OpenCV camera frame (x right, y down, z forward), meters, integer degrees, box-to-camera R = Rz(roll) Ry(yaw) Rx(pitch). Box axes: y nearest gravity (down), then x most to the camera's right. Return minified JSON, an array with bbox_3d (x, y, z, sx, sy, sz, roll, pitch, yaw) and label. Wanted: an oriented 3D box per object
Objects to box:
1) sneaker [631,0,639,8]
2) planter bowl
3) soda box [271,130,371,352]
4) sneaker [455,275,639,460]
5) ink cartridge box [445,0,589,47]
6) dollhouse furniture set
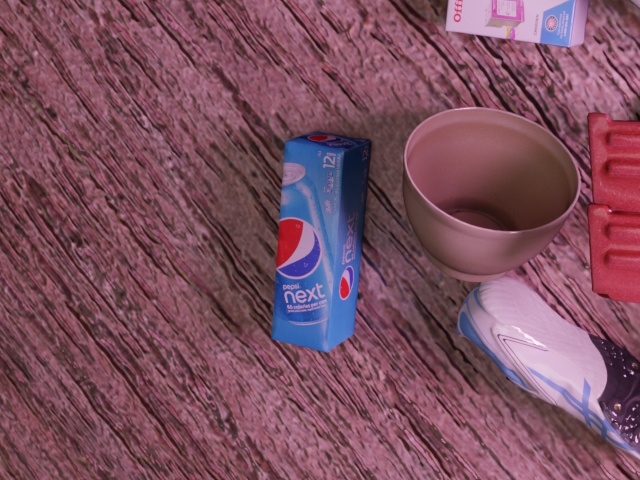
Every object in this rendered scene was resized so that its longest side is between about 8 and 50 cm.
[{"bbox_3d":[0.299,-0.262,1.131,0.290,0.106,0.123,43,119,12],"label":"sneaker"},{"bbox_3d":[0.149,-0.031,1.245,0.162,0.162,0.109,29,140,17],"label":"planter bowl"},{"bbox_3d":[0.000,0.000,1.359,0.067,0.071,0.210,11,107,23],"label":"soda box"},{"bbox_3d":[0.233,0.127,1.279,0.237,0.085,0.086,40,142,9],"label":"sneaker"},{"bbox_3d":[0.181,-0.229,1.228,0.122,0.052,0.089,12,107,25],"label":"ink cartridge box"},{"bbox_3d":[0.419,-0.032,1.074,0.374,0.201,0.152,4,103,25],"label":"dollhouse furniture set"}]
